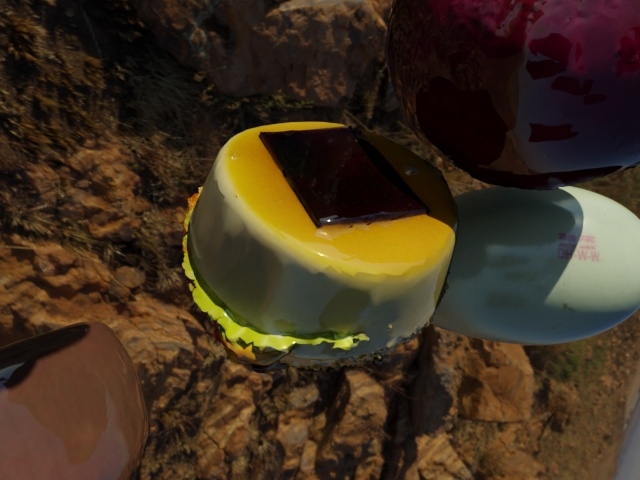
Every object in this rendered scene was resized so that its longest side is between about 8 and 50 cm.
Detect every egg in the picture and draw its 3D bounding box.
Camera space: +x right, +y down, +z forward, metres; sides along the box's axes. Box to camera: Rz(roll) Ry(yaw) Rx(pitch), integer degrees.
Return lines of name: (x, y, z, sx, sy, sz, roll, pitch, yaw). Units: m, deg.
egg: (0.267, 0.034, 0.687, 0.230, 0.371, 0.230, -3, 90, -77)

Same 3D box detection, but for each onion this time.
onion: (0.208, -0.184, 0.498, 0.260, 0.337, 0.282, -52, 153, -13)

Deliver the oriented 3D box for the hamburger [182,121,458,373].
hamburger: (0.000, 0.000, 0.510, 0.294, 0.276, 0.179, -12, 139, -28)

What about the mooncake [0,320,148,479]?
mooncake: (-0.326, 0.201, 0.433, 0.334, 0.326, 0.174, -23, 92, -33)
